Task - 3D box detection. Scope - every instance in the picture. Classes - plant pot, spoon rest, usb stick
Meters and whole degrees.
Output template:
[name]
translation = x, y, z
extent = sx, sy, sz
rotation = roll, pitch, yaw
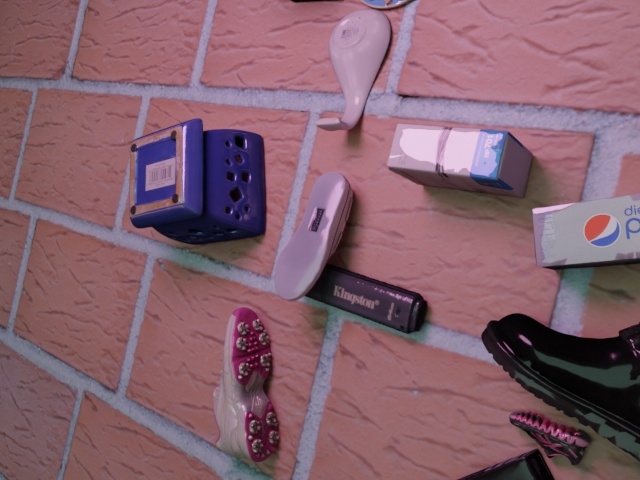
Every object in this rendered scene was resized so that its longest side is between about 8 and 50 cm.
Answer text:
[plant pot]
translation = -0.274, -0.125, 1.282
extent = 0.236, 0.212, 0.235
rotation = -8, 78, 34
[spoon rest]
translation = 0.061, -0.333, 1.172
extent = 0.137, 0.084, 0.276
rotation = 5, 73, 34
[usb stick]
translation = 0.066, 0.100, 1.114
extent = 0.278, 0.045, 0.077
rotation = 17, 92, 35

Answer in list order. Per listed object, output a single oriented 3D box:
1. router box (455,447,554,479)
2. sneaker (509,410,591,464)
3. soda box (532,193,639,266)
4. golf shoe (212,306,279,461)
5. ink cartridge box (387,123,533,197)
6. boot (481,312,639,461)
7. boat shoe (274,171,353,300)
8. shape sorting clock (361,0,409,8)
[router box]
translation = 0.282, 0.506, 0.884
extent = 0.243, 0.081, 0.308
rotation = -34, 66, 26
[sneaker]
translation = 0.341, 0.300, 0.900
extent = 0.119, 0.047, 0.057
rotation = 17, 105, 37
[soda box]
translation = 0.454, -0.016, 0.828
extent = 0.287, 0.098, 0.091
rotation = -8, 80, 34
[golf shoe]
translation = -0.173, 0.293, 1.217
extent = 0.140, 0.115, 0.306
rotation = -14, 74, 36
[ink cartridge box]
translation = 0.229, -0.130, 0.975
extent = 0.191, 0.140, 0.082
rotation = 14, 90, 35
[boot]
translation = 0.423, 0.129, 0.808
extent = 0.348, 0.131, 0.260
rotation = 32, 105, 31
[boat shoe]
translation = 0.000, 0.000, 1.132
extent = 0.095, 0.084, 0.258
rotation = 24, 85, 30
[shape sorting clock]
translation = 0.141, -0.555, 1.158
extent = 0.206, 0.040, 0.206
rotation = -6, 80, 35
